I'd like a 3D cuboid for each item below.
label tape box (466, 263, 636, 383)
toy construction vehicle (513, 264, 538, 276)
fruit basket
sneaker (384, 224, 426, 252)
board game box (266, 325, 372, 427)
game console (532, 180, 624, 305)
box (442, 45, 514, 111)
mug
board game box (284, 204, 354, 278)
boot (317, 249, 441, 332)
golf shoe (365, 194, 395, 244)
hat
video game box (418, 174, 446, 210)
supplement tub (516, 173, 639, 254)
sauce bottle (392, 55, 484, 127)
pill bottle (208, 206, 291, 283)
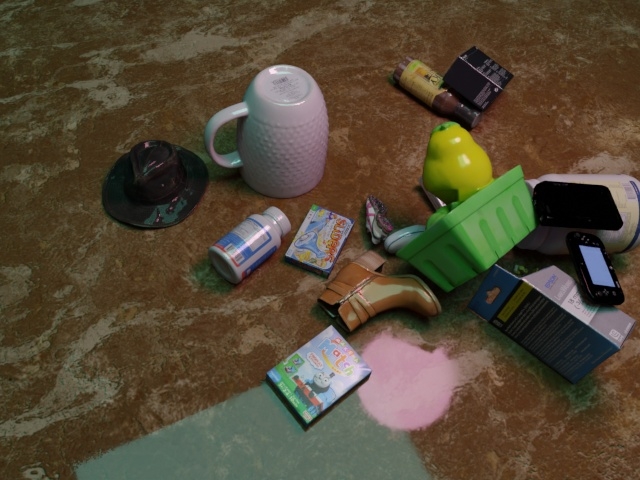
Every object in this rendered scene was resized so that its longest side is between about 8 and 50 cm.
[{"bbox_3d":[0.571,0.185,1.427,0.333,0.241,0.106,37,60,18],"label":"label tape box"},{"bbox_3d":[0.600,0.107,1.607,0.098,0.035,0.086,25,57,11],"label":"toy construction vehicle"},{"bbox_3d":[0.360,-0.107,1.472,0.392,0.283,0.392,12,60,-22],"label":"fruit basket"},{"bbox_3d":[0.313,0.013,1.604,0.258,0.094,0.091,-7,53,-11],"label":"sneaker"},{"bbox_3d":[-0.003,0.331,1.389,0.211,0.039,0.160,-33,65,-26],"label":"board game box"},{"bbox_3d":[0.670,0.000,1.397,0.213,0.044,0.361,3,55,-8],"label":"game console"},{"bbox_3d":[0.549,-0.565,1.942,0.184,0.103,0.261,41,36,4],"label":"box"},{"bbox_3d":[-0.154,-0.318,1.636,0.374,0.328,0.276,-16,59,-16],"label":"mug"},{"bbox_3d":[0.000,0.000,1.615,0.136,0.035,0.201,21,57,8],"label":"board game box"},{"bbox_3d":[0.152,0.162,1.475,0.283,0.109,0.220,38,59,21],"label":"boot"},{"bbox_3d":[0.157,-0.064,1.653,0.067,0.086,0.186,29,28,-25],"label":"golf shoe"},{"bbox_3d":[-0.487,-0.200,1.640,0.331,0.134,0.331,3,56,-5],"label":"hat"},{"bbox_3d":[0.435,-0.151,1.739,0.205,0.048,0.187,-22,75,-19],"label":"video game box"},{"bbox_3d":[0.738,-0.076,1.624,0.324,0.235,0.235,-1,56,-6],"label":"supplement tub"},{"bbox_3d":[0.415,-0.517,1.965,0.344,0.111,0.111,40,61,18],"label":"sauce bottle"},{"bbox_3d":[-0.188,0.006,1.538,0.124,0.124,0.221,39,60,19],"label":"pill bottle"}]
